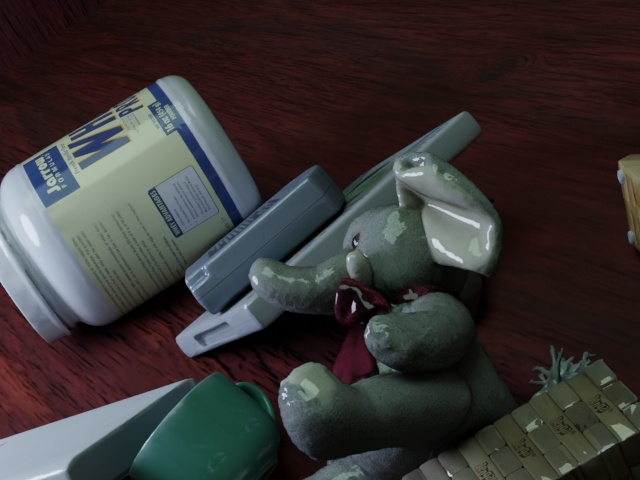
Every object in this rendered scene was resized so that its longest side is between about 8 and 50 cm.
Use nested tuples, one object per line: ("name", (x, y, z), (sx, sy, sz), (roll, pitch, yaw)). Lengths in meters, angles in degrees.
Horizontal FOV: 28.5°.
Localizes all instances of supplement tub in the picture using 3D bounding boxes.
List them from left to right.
("supplement tub", (-0.258, -0.037, 1.609), (0.325, 0.235, 0.235), (-32, 28, -6))

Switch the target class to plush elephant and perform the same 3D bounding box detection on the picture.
("plush elephant", (0.057, 0.074, 1.084), (0.330, 0.272, 0.255), (-16, 60, -15))

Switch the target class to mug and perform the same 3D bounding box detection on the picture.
("mug", (-0.091, 0.194, 1.181), (0.158, 0.097, 0.129), (-46, -12, -22))

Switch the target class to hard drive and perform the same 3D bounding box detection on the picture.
("hard drive", (-0.315, 0.241, 1.287), (0.353, 0.047, 0.233), (-21, 5, 28))

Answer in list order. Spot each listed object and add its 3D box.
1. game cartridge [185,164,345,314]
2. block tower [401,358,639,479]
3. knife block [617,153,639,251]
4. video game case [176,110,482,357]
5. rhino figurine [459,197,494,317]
("game cartridge", (-0.064, -0.005, 1.413), (0.198, 0.062, 0.297), (-36, 4, -4))
("block tower", (0.121, 0.220, 0.972), (0.335, 0.097, 0.091), (-29, 32, -3))
("knife block", (0.414, -0.030, 1.116), (0.242, 0.088, 0.275), (-12, 15, 2))
("video game case", (0.000, 0.000, 1.393), (0.329, 0.036, 0.300), (-41, 5, -22))
("rhino figurine", (0.132, 0.002, 1.338), (0.073, 0.106, 0.243), (-60, 6, 37))
